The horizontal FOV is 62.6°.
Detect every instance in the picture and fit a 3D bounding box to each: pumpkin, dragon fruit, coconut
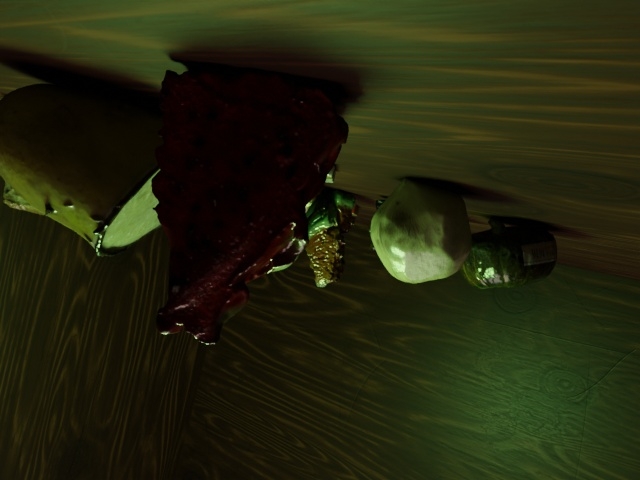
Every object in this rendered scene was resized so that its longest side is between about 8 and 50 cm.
[{"bbox_3d":[0.484,0.027,1.396,0.260,0.189,0.260,-9,176,-1],"label":"pumpkin"},{"bbox_3d":[-0.071,-0.029,0.706,0.228,0.329,0.286,7,178,12],"label":"dragon fruit"},{"bbox_3d":[0.207,-0.026,1.109,0.224,0.224,0.224,13,180,0],"label":"coconut"}]

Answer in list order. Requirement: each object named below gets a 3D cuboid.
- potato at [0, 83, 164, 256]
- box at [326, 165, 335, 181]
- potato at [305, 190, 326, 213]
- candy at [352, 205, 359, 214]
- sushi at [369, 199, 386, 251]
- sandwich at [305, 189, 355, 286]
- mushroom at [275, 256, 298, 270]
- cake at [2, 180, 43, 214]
[{"bbox_3d":[-0.383,-0.177,0.972,0.296,0.290,0.397,40,-140,-2],"label":"potato"},{"bbox_3d":[-0.076,-0.174,1.193,0.220,0.032,0.122,14,180,3],"label":"box"},{"bbox_3d":[-0.022,-0.126,1.926,0.239,0.116,0.299,8,178,37],"label":"potato"},{"bbox_3d":[0.117,-0.126,2.124,0.062,0.038,0.122,13,180,12],"label":"candy"},{"bbox_3d":[0.254,-0.026,1.568,0.212,0.215,0.227,19,-155,39],"label":"sushi"},{"bbox_3d":[0.000,0.000,1.709,0.162,0.301,0.250,3,168,-28],"label":"sandwich"},{"bbox_3d":[-0.195,-0.067,1.601,0.352,0.260,0.352,47,163,19],"label":"mushroom"},{"bbox_3d":[-0.730,-0.202,1.539,0.255,0.290,0.282,12,177,-7],"label":"cake"}]
